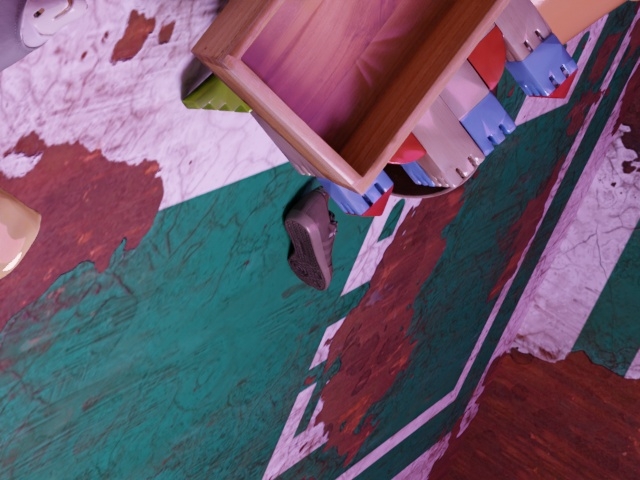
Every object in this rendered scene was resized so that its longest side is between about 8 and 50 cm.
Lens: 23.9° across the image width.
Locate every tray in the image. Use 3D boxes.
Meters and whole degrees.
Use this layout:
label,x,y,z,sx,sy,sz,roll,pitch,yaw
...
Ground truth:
label,x,y,z,sx,sy,sz,roll,pitch,yaw
tray,0.082,-0.268,1.405,0.203,0.076,0.411,42,83,-34

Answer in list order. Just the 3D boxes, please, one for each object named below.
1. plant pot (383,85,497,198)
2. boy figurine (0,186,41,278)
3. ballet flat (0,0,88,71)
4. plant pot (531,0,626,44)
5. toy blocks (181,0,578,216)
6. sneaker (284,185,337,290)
label,x,y,z,sx,sy,sz,roll,pitch,yaw
plant pot,0.130,-0.201,1.829,0.230,0.215,0.215,-56,166,-50
boy figurine,-0.316,0.055,1.187,0.092,0.177,0.285,23,117,-27
ballet flat,-0.201,-0.212,1.174,0.213,0.068,0.072,-61,160,9
plant pot,0.243,-0.346,1.774,0.203,0.291,0.291,-48,166,24
toy blocks,0.088,-0.169,1.564,0.381,0.261,0.190,-43,-162,-13
sneaker,0.000,0.000,1.986,0.071,0.066,0.188,-51,160,-21
